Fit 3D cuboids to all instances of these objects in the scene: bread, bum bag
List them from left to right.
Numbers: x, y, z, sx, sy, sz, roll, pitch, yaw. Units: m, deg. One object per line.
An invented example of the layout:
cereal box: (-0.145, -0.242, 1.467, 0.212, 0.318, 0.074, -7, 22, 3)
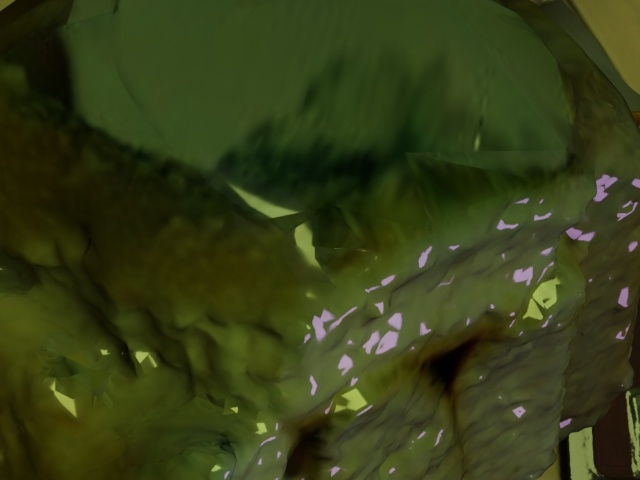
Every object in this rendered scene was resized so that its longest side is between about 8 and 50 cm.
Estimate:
bread: (0.007, -0.006, 0.716, 0.395, 0.264, 0.239, -26, 57, -38)
bum bag: (0.186, 0.079, 0.965, 0.109, 0.026, 0.159, 6, 77, -26)

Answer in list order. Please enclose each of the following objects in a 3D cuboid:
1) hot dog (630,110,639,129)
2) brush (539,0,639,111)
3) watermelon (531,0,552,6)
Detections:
hot dog: (0.168, -0.049, 0.943, 0.165, 0.045, 0.071, 3, 30, -4)
brush: (0.193, -0.079, 1.004, 0.321, 0.050, 0.060, 48, 62, -6)
watermelon: (0.061, -0.291, 0.901, 0.331, 0.331, 0.189, 22, 22, -21)
